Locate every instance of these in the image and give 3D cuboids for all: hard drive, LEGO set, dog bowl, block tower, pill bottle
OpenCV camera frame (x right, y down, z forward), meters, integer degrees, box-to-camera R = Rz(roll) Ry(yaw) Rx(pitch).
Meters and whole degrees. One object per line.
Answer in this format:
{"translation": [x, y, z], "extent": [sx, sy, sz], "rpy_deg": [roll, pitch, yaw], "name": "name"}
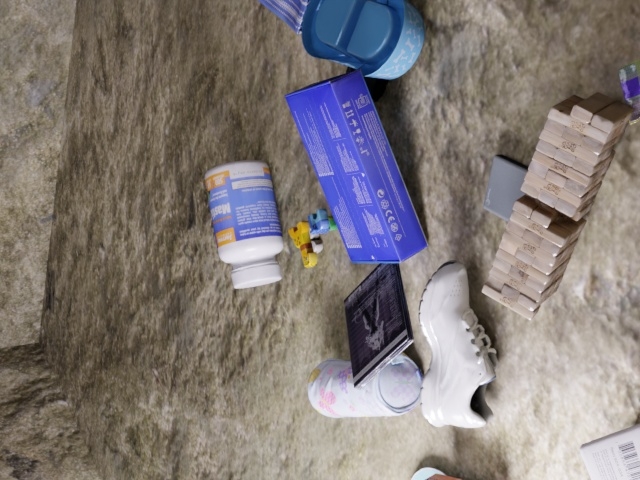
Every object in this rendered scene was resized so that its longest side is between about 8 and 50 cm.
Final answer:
{"translation": [0.319, -0.071, 1.506], "extent": [0.135, 0.022, 0.094], "rpy_deg": [37, 125, 49], "name": "hard drive"}
{"translation": [0.000, 0.000, 1.958], "extent": [0.227, 0.087, 0.093], "rpy_deg": [-32, 68, 56], "name": "LEGO set"}
{"translation": [0.079, -0.389, 1.743], "extent": [0.297, 0.074, 0.166], "rpy_deg": [35, 107, 48], "name": "dog bowl"}
{"translation": [0.341, -0.052, 1.381], "extent": [0.091, 0.097, 0.335], "rpy_deg": [31, 125, 24], "name": "block tower"}
{"translation": [-0.168, -0.034, 2.153], "extent": [0.152, 0.152, 0.272], "rpy_deg": [-24, 75, 56], "name": "pill bottle"}

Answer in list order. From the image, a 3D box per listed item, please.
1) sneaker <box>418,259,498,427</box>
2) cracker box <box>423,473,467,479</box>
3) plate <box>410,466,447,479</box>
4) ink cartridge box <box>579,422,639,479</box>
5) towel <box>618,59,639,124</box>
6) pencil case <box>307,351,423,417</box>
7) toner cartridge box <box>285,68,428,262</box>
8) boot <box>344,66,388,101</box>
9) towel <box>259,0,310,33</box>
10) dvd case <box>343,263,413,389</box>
{"translation": [0.245, 0.180, 1.618], "extent": [0.129, 0.111, 0.297], "rpy_deg": [5, 104, 41], "name": "sneaker"}
{"translation": [0.251, 0.537, 1.643], "extent": [0.155, 0.067, 0.232], "rpy_deg": [2, 97, 40], "name": "cracker box"}
{"translation": [0.226, 0.513, 1.756], "extent": [0.188, 0.024, 0.188], "rpy_deg": [14, 107, 56], "name": "plate"}
{"translation": [0.495, 0.315, 1.216], "extent": [0.273, 0.114, 0.198], "rpy_deg": [-41, 62, 53], "name": "ink cartridge box"}
{"translation": [0.441, -0.207, 1.303], "extent": [0.060, 0.009, 0.083], "rpy_deg": [-16, 82, 58], "name": "towel"}
{"translation": [0.082, 0.284, 1.854], "extent": [0.273, 0.113, 0.124], "rpy_deg": [-22, 91, 57], "name": "pencil case"}
{"translation": [0.065, -0.129, 1.740], "extent": [0.165, 0.075, 0.348], "rpy_deg": [-1, 115, 59], "name": "toner cartridge box"}
{"translation": [0.084, -0.294, 1.813], "extent": [0.099, 0.045, 0.121], "rpy_deg": [44, 126, 46], "name": "boot"}
{"translation": [-0.062, -0.631, 1.985], "extent": [0.243, 0.040, 0.336], "rpy_deg": [47, 133, 44], "name": "towel"}
{"translation": [0.105, 0.148, 1.775], "extent": [0.164, 0.018, 0.221], "rpy_deg": [-48, 31, 33], "name": "dvd case"}
